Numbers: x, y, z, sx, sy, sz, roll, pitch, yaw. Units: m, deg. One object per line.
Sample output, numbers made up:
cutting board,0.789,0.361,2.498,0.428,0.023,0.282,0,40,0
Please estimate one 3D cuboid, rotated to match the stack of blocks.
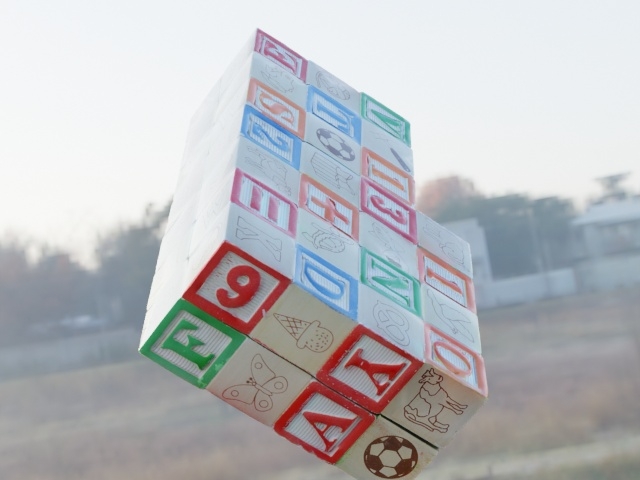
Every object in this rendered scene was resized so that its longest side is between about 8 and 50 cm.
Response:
stack of blocks,0.000,0.000,0.929,0.087,0.171,0.297,-51,17,25
